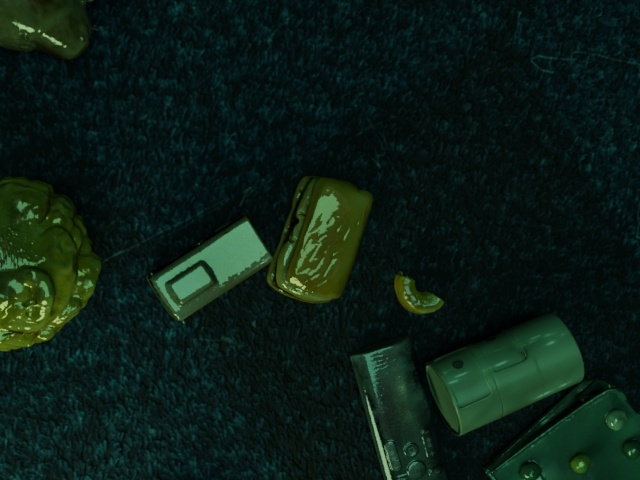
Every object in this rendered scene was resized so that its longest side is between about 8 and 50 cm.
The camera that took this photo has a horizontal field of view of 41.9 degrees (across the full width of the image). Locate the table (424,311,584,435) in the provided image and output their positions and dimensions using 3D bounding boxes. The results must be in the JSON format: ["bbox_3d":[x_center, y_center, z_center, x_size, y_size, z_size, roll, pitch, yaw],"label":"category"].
[{"bbox_3d":[0.291,0.212,1.334,0.220,0.126,0.126,-21,98,-8],"label":"table"}]

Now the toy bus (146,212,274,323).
[{"bbox_3d":[-0.166,0.042,1.252,0.182,0.103,0.091,-33,99,-5],"label":"toy bus"}]

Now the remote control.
[{"bbox_3d":[0.146,0.348,1.362,0.107,0.044,0.378,-16,97,-5],"label":"remote control"}]

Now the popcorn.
[{"bbox_3d":[-0.426,0.032,1.171,0.250,0.190,0.250,0,89,1],"label":"popcorn"}]

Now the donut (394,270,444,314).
[{"bbox_3d":[0.158,0.085,1.345,0.067,0.038,0.083,-21,99,-5],"label":"donut"}]

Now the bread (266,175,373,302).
[{"bbox_3d":[0.000,0.000,1.297,0.116,0.077,0.200,19,92,-19],"label":"bread"}]

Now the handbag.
[{"bbox_3d":[0.451,0.405,1.390,0.274,0.100,0.269,-35,100,-6],"label":"handbag"}]

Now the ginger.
[{"bbox_3d":[-0.375,-0.400,1.168,0.244,0.155,0.304,45,78,-3],"label":"ginger"}]
